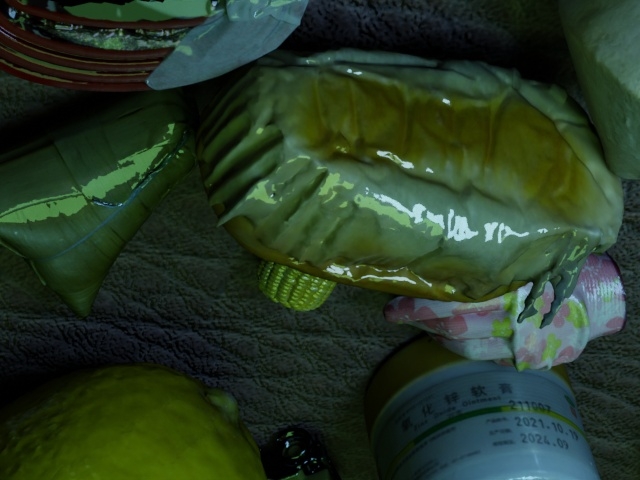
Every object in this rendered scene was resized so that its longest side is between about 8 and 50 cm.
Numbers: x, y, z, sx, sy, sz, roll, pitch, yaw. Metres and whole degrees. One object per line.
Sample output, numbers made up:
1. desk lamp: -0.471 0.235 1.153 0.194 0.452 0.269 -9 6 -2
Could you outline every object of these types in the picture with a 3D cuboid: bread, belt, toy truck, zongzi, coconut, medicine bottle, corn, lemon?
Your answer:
1. bread: 0.081 -0.062 1.578 0.388 0.236 0.183 16 145 -19
2. belt: -0.154 -0.241 1.444 0.324 0.115 0.227 -4 139 -4
3. toy truck: -0.099 0.324 1.985 0.257 0.127 0.127 -16 135 9
4. zongzi: -0.190 -0.027 1.656 0.228 0.115 0.256 -24 139 5
5. coconut: 0.349 -0.177 1.493 0.329 0.329 0.329 -5 133 -6
6. medicine bottle: 0.181 0.248 1.892 0.238 0.232 0.238 -6 132 -6
7. corn: 0.000 0.000 1.743 0.085 0.063 0.165 32 122 -6
8. lemon: -0.209 0.287 1.783 0.364 0.364 0.364 -5 133 -6

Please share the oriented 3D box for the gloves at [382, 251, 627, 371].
1. gloves: 0.190 0.068 1.801 0.241 0.126 0.145 -12 129 -12
